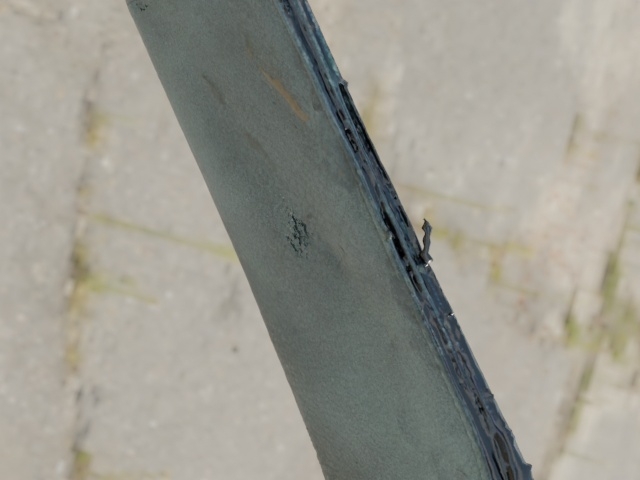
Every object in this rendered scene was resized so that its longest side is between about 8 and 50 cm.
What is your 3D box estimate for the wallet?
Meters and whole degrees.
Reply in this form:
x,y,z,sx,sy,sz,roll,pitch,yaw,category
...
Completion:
x,y,z,sx,sy,sz,roll,pitch,yaw,category
0.000,0.000,1.209,0.046,0.190,0.379,-27,98,-30,wallet
